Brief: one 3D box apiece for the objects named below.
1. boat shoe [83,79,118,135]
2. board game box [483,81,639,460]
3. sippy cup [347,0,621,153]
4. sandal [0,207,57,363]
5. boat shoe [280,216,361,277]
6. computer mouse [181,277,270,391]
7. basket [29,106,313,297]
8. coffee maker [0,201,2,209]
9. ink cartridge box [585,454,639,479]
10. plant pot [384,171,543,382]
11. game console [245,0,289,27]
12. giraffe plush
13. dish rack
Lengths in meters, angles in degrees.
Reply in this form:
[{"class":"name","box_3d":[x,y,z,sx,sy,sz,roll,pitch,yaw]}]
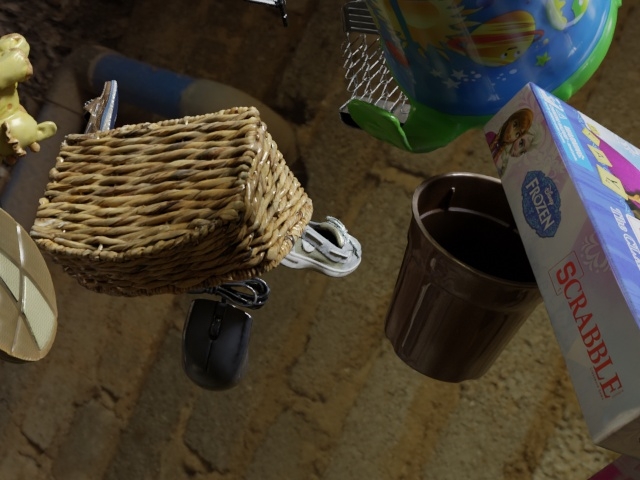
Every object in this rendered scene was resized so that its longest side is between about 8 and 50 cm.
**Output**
[{"class":"boat shoe","box_3d":[-0.481,-0.278,1.700,0.066,0.066,0.183,106,-13,-56]},{"class":"board game box","box_3d":[0.300,0.050,0.634,0.318,0.318,0.066,23,129,-27]},{"class":"sippy cup","box_3d":[0.133,-0.245,0.699,0.224,0.240,0.305,28,55,-61]},{"class":"sandal","box_3d":[-0.207,0.001,0.384,0.180,0.049,0.072,40,39,-32]},{"class":"boat shoe","box_3d":[-0.002,-0.002,1.576,0.320,0.118,0.103,12,118,-54]},{"class":"computer mouse","box_3d":[-0.190,0.171,1.350,0.072,0.189,0.272,-69,168,-54]},{"class":"basket","box_3d":[-0.182,-0.011,1.015,0.223,0.299,0.213,60,30,-53]},{"class":"coffee maker","box_3d":[-0.574,-0.048,1.158,0.178,0.171,0.120,-14,119,-10]},{"class":"ink cartridge box","box_3d":[0.367,0.242,0.694,0.371,0.175,0.069,-33,142,-4]},{"class":"plant pot","box_3d":[0.147,0.045,0.792,0.167,0.167,0.165,-24,145,-40]},{"class":"game console","box_3d":[-0.105,-0.455,1.411,0.107,0.071,0.122,71,9,-68]},{"class":"giraffe plush","box_3d":[-0.552,-0.228,1.352,0.210,0.182,0.170,-93,164,-47]},{"class":"dish rack","box_3d":[0.130,-0.328,1.497,0.271,0.208,0.074,78,33,-46]}]
